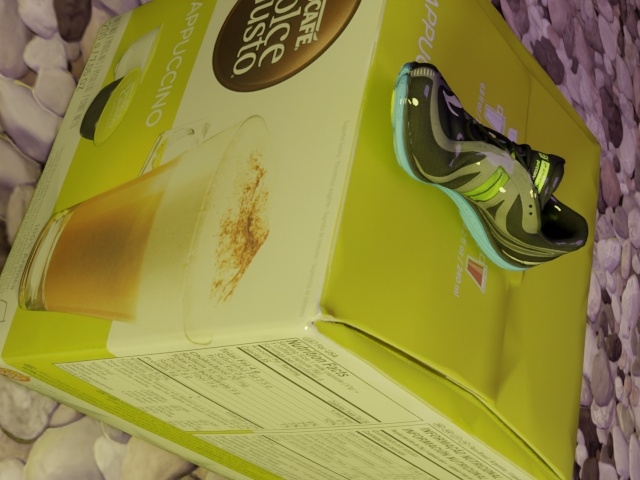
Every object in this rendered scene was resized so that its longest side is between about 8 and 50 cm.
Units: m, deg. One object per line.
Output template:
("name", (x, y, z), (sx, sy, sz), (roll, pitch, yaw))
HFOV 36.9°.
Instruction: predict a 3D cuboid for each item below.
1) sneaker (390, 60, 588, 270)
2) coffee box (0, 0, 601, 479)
("sneaker", (0.107, -0.049, 0.596), (0.188, 0.078, 0.067), (43, 50, -35))
("coffee box", (0.000, 0.000, 0.783), (0.338, 0.334, 0.338), (38, 54, -41))
